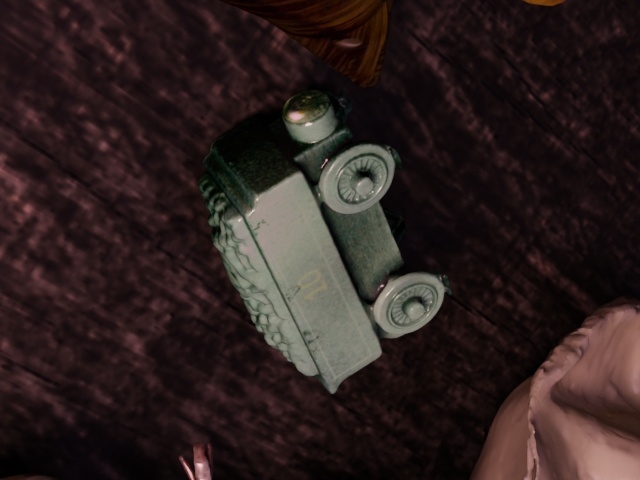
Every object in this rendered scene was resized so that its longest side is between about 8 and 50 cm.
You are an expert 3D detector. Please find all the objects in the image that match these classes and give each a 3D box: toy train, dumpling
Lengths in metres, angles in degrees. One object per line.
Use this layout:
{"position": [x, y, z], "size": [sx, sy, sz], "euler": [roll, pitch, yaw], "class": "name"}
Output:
{"position": [0.000, 0.000, 0.979], "size": [0.099, 0.070, 0.172], "euler": [-32, 134, -7], "class": "toy train"}
{"position": [0.155, 0.212, 1.092], "size": [0.315, 0.233, 0.395], "euler": [39, 53, -53], "class": "dumpling"}

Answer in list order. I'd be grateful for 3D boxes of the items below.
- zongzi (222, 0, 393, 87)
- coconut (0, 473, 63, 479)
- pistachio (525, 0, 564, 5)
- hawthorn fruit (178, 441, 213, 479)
{"position": [-0.067, -0.121, 0.815], "size": [0.247, 0.111, 0.241], "euler": [-21, 136, -23], "class": "zongzi"}
{"position": [-0.147, 0.181, 0.918], "size": [0.147, 0.147, 0.153], "euler": [3, 117, -42], "class": "coconut"}
{"position": [0.122, -0.203, 0.961], "size": [0.089, 0.049, 0.173], "euler": [-1, 122, -15], "class": "pistachio"}
{"position": [-0.023, 0.237, 1.020], "size": [0.211, 0.211, 0.299], "euler": [-28, 117, -24], "class": "hawthorn fruit"}
